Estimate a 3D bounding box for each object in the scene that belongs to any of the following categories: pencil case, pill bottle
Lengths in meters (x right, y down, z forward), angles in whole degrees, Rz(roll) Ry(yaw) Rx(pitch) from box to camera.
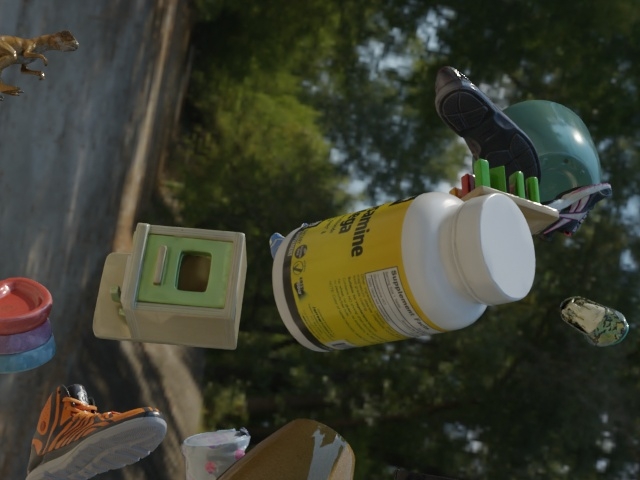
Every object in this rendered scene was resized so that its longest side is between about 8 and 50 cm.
[{"bbox_3d":[-0.155,0.439,1.755,0.124,0.113,0.273,67,17,-88],"label":"pencil case"},{"bbox_3d":[0.112,0.039,1.502,0.333,0.188,0.188,-14,-123,37],"label":"pill bottle"}]

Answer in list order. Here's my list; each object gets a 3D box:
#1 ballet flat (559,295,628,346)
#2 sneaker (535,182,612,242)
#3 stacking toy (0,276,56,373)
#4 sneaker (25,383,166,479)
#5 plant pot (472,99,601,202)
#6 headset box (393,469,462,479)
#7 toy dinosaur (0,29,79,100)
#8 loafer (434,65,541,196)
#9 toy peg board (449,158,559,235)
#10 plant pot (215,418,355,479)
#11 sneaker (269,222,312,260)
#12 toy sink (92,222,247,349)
[{"bbox_3d":[0.430,0.126,1.766,0.188,0.070,0.070,-161,-99,-82],"label":"ballet flat"},{"bbox_3d":[0.460,-0.049,2.032,0.072,0.178,0.077,-174,-118,-77],"label":"sneaker"},{"bbox_3d":[-0.568,0.153,1.644,0.279,0.309,0.130,21,-61,43],"label":"stacking toy"},{"bbox_3d":[-0.417,0.327,1.996,0.124,0.321,0.180,39,33,-45],"label":"sneaker"},{"bbox_3d":[0.510,-0.149,2.525,0.235,0.292,0.293,-93,-166,-68],"label":"plant pot"},{"bbox_3d":[0.192,0.448,1.380,0.131,0.246,0.283,72,27,-77],"label":"headset box"},{"bbox_3d":[-0.413,-0.234,1.377,0.064,0.211,0.112,-24,-112,61],"label":"toy dinosaur"},{"bbox_3d":[0.299,-0.196,1.950,0.109,0.302,0.095,-31,-140,19],"label":"loafer"},{"bbox_3d":[0.277,-0.058,1.808,0.160,0.161,0.079,-37,-136,50],"label":"toy peg board"},{"bbox_3d":[-0.059,0.386,1.577,0.254,0.237,0.237,-55,169,-39],"label":"plant pot"},{"bbox_3d":[0.000,0.000,2.078,0.081,0.211,0.080,64,-32,14],"label":"sneaker"},{"bbox_3d":[-0.240,0.069,1.728,0.131,0.234,0.153,93,3,-61],"label":"toy sink"}]
